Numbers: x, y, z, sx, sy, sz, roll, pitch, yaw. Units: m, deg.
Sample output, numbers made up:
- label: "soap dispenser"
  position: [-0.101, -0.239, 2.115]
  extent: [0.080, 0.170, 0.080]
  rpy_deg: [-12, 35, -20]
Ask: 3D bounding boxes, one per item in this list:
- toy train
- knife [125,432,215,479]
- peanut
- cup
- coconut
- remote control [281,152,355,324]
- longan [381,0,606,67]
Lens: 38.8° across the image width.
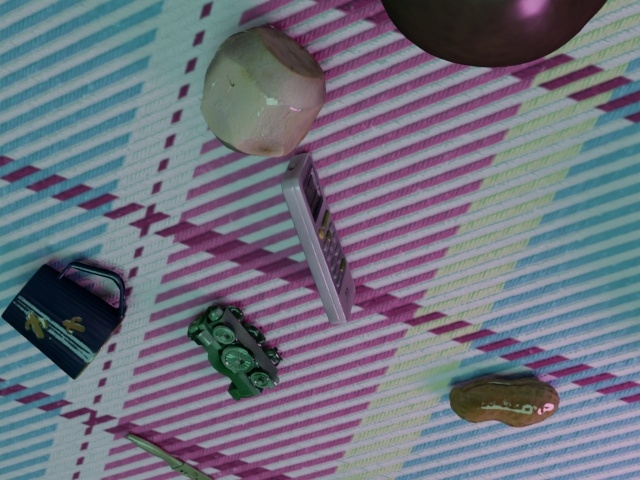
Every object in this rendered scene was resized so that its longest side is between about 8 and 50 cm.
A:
- label: "toy train"
  position: [-0.141, 0.180, 1.477]
  extent: [0.105, 0.071, 0.178]
  rpy_deg: [-22, 117, 31]
- label: "knife"
  position: [-0.268, 0.408, 1.662]
  extent: [0.207, 0.014, 0.030]
  rpy_deg: [33, 118, -13]
- label: "peanut"
  position: [0.295, 0.262, 1.459]
  extent: [0.175, 0.080, 0.080]
  rpy_deg: [-1, 121, 13]
- label: "cup"
  position: [-0.400, 0.109, 1.448]
  extent: [0.155, 0.131, 0.176]
  rpy_deg: [38, 89, -10]
- label: "coconut"
  position: [-0.081, -0.188, 1.195]
  extent: [0.161, 0.161, 0.162]
  rpy_deg: [35, 118, -13]
- label: "remote control"
  position: [0.000, 0.000, 1.327]
  extent: [0.034, 0.103, 0.250]
  rpy_deg: [-11, 118, 17]
- label: "longan"
  position: [0.197, -0.332, 1.003]
  extent: [0.297, 0.297, 0.297]
  rpy_deg: [4, 121, 6]
